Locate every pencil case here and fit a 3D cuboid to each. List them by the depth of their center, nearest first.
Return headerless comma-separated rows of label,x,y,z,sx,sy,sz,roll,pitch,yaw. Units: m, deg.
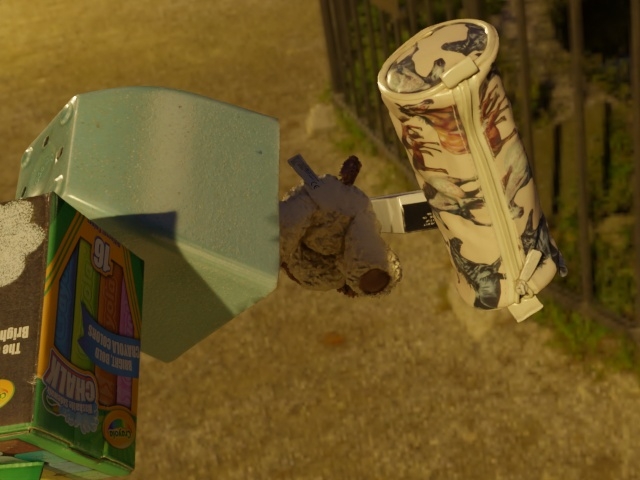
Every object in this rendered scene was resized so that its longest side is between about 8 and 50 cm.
pencil case,0.204,-0.091,1.439,0.160,0.410,0.183,-32,37,-9

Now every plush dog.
plush dog,0.000,0.000,1.757,0.262,0.225,0.211,19,55,-4

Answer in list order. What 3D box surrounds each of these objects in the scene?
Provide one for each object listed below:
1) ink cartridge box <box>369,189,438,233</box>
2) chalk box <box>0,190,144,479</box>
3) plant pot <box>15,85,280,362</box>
ink cartridge box,0.172,-0.053,1.799,0.165,0.065,0.332,-10,4,-8
chalk box,-0.284,0.131,1.006,0.180,0.179,0.289,-9,65,18
plant pot,-0.220,-0.038,1.296,0.247,0.252,0.248,-36,43,41
